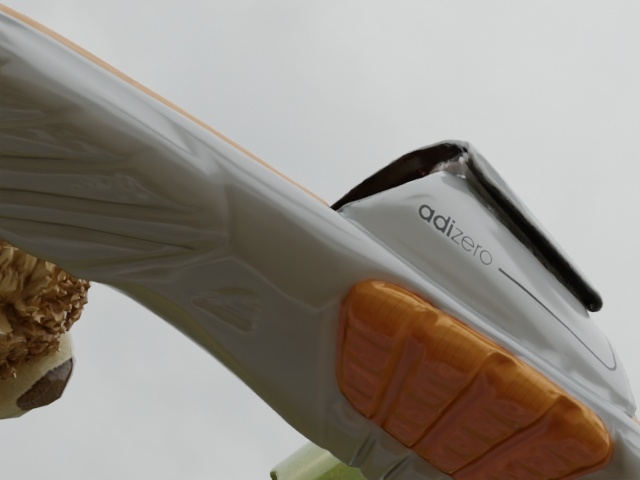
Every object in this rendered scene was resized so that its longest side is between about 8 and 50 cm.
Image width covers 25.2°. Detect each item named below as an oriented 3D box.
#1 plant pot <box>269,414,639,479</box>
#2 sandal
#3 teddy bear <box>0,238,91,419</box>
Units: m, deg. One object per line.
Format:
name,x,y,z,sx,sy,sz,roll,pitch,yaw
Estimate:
plant pot,0.112,0.186,1.025,0.253,0.276,0.276,-30,-60,6
sandal,0.005,-0.003,0.378,0.265,0.076,0.102,36,-30,-23
teddy bear,-0.212,0.023,0.711,0.338,0.245,0.113,-4,-76,37
